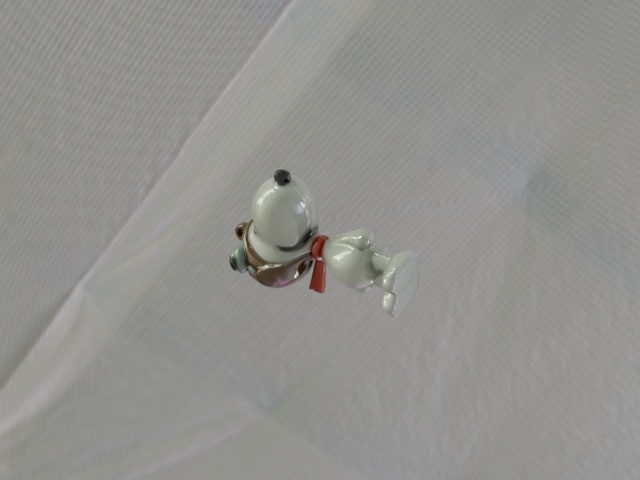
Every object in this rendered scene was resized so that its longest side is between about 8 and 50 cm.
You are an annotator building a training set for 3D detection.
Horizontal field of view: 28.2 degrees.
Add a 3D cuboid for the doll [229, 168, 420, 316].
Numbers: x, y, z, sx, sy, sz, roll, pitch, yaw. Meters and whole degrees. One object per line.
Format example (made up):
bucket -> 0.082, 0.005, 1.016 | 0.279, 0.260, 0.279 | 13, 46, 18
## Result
doll -> 0.002, 0.005, 0.540 | 0.085, 0.040, 0.058 | 33, -40, 12
